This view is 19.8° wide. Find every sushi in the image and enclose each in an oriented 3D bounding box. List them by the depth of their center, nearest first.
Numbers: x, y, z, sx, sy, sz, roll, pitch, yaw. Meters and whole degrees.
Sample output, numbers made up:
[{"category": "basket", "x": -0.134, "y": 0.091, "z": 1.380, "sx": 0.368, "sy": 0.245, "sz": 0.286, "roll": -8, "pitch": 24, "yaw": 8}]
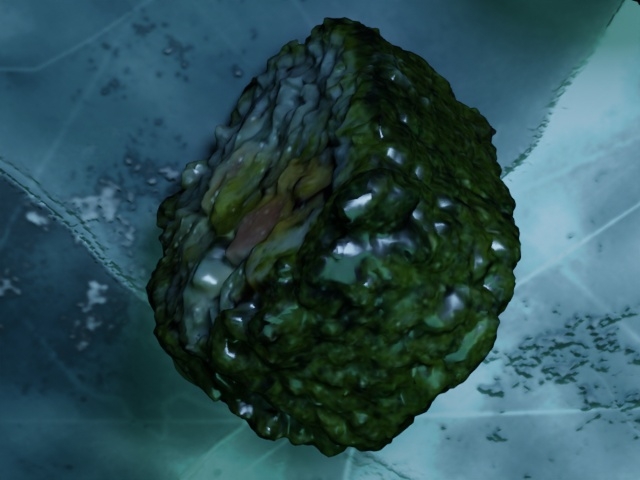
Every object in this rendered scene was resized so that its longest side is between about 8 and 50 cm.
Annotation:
[{"category": "sushi", "x": 0.000, "y": 0.000, "z": 1.458, "sx": 0.178, "sy": 0.352, "sz": 0.294, "roll": 35, "pitch": 112, "yaw": -24}]

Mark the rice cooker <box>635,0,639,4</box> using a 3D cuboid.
[{"category": "rice cooker", "x": 0.235, "y": -0.309, "z": 1.362, "sx": 0.267, "sy": 0.267, "sz": 0.224, "roll": 18, "pitch": 120, "yaw": -14}]
